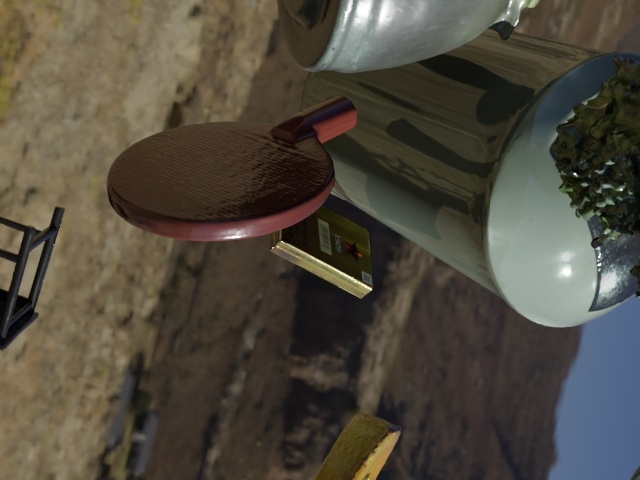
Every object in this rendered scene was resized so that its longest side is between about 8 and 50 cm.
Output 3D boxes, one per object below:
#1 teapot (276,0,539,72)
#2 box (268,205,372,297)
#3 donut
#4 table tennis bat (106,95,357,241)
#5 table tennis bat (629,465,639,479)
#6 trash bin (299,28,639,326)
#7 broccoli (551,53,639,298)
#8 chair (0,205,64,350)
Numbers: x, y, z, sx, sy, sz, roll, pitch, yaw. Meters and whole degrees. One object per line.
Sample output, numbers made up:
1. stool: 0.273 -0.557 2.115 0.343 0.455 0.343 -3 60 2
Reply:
1. teapot: 0.081 -0.311 1.196 0.239 0.239 0.322 120 -37 -59
2. box: 0.000 0.000 1.419 0.023 0.133 0.090 -39 -142 34
3. donut: 0.030 0.297 1.636 0.178 0.065 0.162 -58 166 0
4. table tennis bat: -0.067 -0.078 1.229 0.310 0.200 0.038 -32 135 -46
5. table tennis bat: 0.463 0.369 1.489 0.044 0.215 0.329 -49 130 -42
6. trash bin: 0.190 -0.092 1.379 0.432 0.280 0.280 30 -67 51
7. broccoli: 0.421 -0.054 0.895 0.353 0.397 0.275 61 -28 17
8. chair: -0.413 0.074 1.511 0.154 0.141 0.260 -72 180 -78
